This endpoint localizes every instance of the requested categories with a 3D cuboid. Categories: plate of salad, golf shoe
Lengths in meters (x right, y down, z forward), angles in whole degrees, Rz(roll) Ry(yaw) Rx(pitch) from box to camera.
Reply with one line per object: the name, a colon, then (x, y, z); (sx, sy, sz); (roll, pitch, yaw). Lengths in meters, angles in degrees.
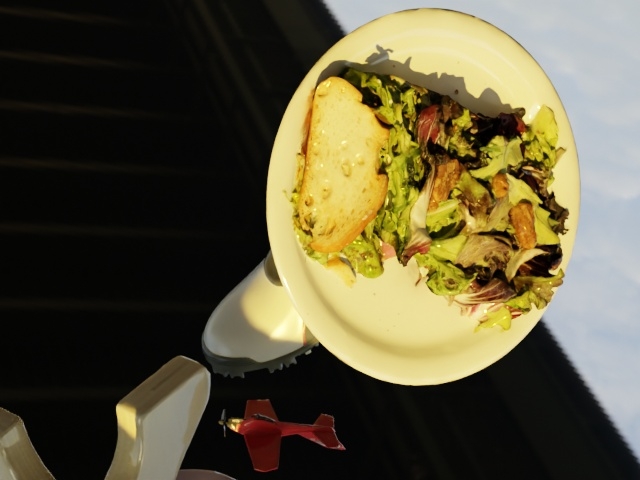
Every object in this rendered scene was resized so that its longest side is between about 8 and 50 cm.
plate of salad: (0.065, -0.022, 0.707); (0.200, 0.199, 0.048); (-4, -175, -30)
golf shoe: (0.000, 0.000, 1.110); (0.273, 0.120, 0.105); (-37, -140, 1)

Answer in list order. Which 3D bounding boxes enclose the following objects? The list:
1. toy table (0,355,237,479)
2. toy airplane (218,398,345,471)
toy table: (-0.160, 0.208, 0.949); (0.252, 0.161, 0.274); (11, -143, 24)
toy airplane: (-0.041, 0.216, 1.528); (0.151, 0.028, 0.151); (13, -158, -5)
